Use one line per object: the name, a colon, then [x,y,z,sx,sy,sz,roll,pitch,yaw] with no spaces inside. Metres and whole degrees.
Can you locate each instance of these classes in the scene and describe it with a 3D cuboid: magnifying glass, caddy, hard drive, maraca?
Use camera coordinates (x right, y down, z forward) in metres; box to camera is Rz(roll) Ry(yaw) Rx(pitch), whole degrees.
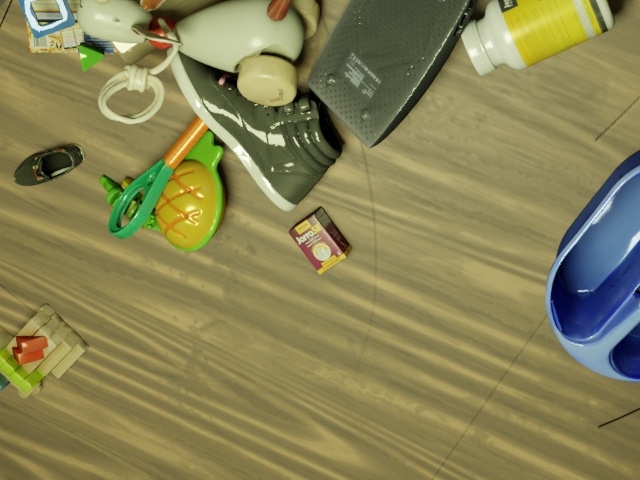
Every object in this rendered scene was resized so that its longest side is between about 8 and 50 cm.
magnifying glass: [-0.241,-0.096,1.418,0.026,0.092,0.231,31,107,-33]
caddy: [0.455,0.029,1.274,0.241,0.179,0.341,33,113,0]
hard drive: [0.098,-0.269,1.289,0.172,0.054,0.255,49,120,29]
maraca: [-0.196,-0.076,1.447,0.127,0.099,0.186,8,91,33]

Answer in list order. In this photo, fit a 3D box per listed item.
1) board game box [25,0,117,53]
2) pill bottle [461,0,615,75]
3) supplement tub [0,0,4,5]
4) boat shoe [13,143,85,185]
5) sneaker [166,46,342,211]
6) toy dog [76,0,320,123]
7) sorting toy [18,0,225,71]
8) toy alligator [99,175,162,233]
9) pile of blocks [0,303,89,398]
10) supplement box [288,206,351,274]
board game box: [-0.369,-0.377,1.412,0.147,0.045,0.193,4,110,12]
pill bottle: [0.282,-0.288,1.247,0.184,0.103,0.103,-23,102,20]
supplement tub: [-0.578,-0.379,1.432,0.198,0.106,0.106,0,109,15]
boat shoe: [-0.442,-0.118,1.524,0.133,0.042,0.049,-18,105,21]
sneaker: [-0.084,-0.196,1.378,0.147,0.104,0.296,-37,101,19]
toy dog: [-0.156,-0.295,1.268,0.333,0.161,0.220,-8,67,-10]
sorting toy: [-0.256,-0.380,1.357,0.347,0.047,0.196,-33,115,4]
toy alligator: [-0.277,-0.040,1.502,0.189,0.051,0.056,35,114,1]
pile of blocks: [-0.581,0.232,1.642,0.362,0.112,0.149,-17,103,19]
supplement box: [0.000,0.000,1.451,0.055,0.043,0.083,-35,97,24]
